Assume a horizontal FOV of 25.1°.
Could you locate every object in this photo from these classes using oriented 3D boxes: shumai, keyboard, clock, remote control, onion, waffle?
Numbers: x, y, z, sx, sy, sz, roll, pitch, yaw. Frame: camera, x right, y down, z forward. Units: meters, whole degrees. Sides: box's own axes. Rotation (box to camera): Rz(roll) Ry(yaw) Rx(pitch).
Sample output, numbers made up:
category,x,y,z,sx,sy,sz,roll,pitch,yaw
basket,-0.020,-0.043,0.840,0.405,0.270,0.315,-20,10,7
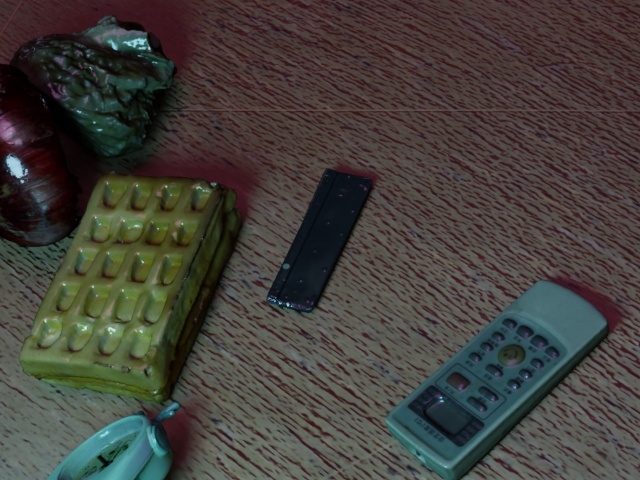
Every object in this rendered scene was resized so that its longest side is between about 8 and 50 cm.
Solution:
category,x,y,z,sx,sy,sz,roll,pitch,yaw
shumai,-0.331,-0.252,2.160,0.218,0.189,0.256,-44,51,-17
keyboard,0.000,0.001,1.947,0.072,0.023,0.231,13,57,20
clock,-0.246,0.274,1.738,0.159,0.066,0.211,-16,24,44
remote control,0.214,0.160,1.725,0.285,0.038,0.123,-40,49,-15
onion,-0.458,-0.109,2.026,0.195,0.272,0.272,-22,45,-25
waffle,-0.253,0.059,1.940,0.224,0.098,0.327,3,55,23
